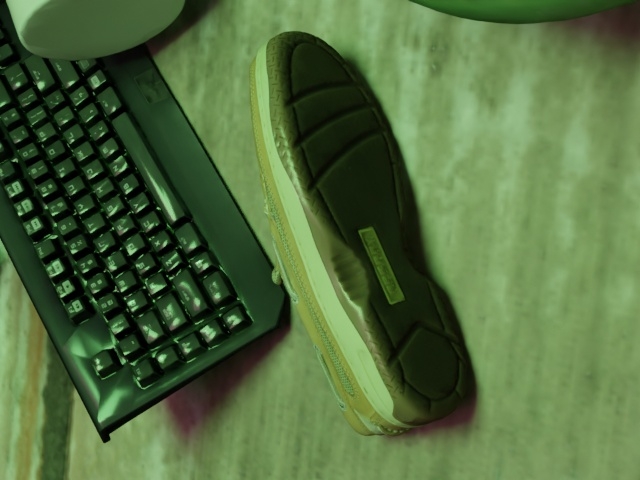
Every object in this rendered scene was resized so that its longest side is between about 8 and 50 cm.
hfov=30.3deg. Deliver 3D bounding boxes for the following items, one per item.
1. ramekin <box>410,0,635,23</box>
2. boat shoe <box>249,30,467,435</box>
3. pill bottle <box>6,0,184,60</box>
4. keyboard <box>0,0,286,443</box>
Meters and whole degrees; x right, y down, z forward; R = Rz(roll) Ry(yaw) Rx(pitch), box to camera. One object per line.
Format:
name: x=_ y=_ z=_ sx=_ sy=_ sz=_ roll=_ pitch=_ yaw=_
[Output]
ramekin: x=0.029 y=-0.225 z=0.348 sx=0.303 sy=0.148 sz=0.304 roll=1 pitch=91 yaw=49
boat shoe: x=0.000 y=0.000 z=0.544 sx=0.072 sy=0.068 sz=0.190 roll=-31 pitch=72 yaw=49
pill bottle: x=-0.142 y=-0.206 z=0.620 sx=0.117 sy=0.117 sz=0.208 roll=-29 pitch=73 yaw=37
keyboard: x=-0.172 y=-0.034 z=0.647 sx=0.201 sy=0.033 sz=0.317 roll=-33 pitch=66 yaw=2
